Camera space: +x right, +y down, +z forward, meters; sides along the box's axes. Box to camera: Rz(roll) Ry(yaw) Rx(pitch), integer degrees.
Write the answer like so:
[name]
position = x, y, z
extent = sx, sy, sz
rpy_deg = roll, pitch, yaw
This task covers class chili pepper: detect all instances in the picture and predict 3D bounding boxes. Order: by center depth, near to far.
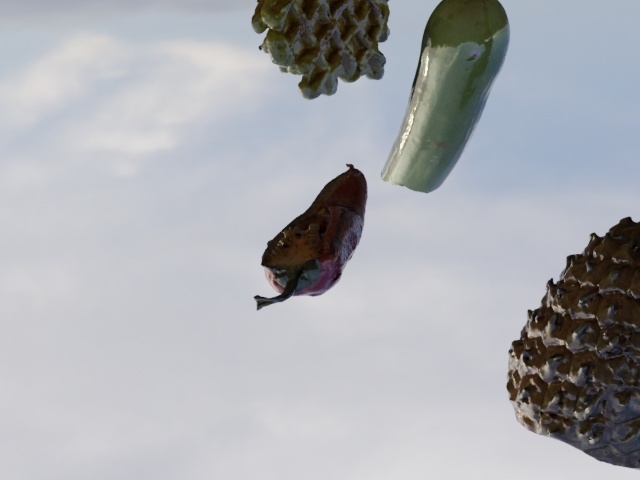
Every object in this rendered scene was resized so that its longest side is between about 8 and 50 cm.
[chili pepper]
position = 0.000, 0.000, 1.365
extent = 0.059, 0.050, 0.268
rpy_deg = -19, -166, 18

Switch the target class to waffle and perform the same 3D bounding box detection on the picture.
[waffle]
position = 0.011, -0.267, 1.964
extent = 0.059, 0.243, 0.238
rpy_deg = 6, -174, 31

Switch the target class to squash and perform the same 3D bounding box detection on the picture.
[squash]
position = 0.120, -0.136, 1.807
extent = 0.083, 0.250, 0.083
rpy_deg = 9, -134, -9

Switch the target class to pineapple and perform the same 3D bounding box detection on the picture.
[pineapple]
position = 0.306, 0.031, 1.640
extent = 0.202, 0.362, 0.202
rpy_deg = 20, -154, -10
